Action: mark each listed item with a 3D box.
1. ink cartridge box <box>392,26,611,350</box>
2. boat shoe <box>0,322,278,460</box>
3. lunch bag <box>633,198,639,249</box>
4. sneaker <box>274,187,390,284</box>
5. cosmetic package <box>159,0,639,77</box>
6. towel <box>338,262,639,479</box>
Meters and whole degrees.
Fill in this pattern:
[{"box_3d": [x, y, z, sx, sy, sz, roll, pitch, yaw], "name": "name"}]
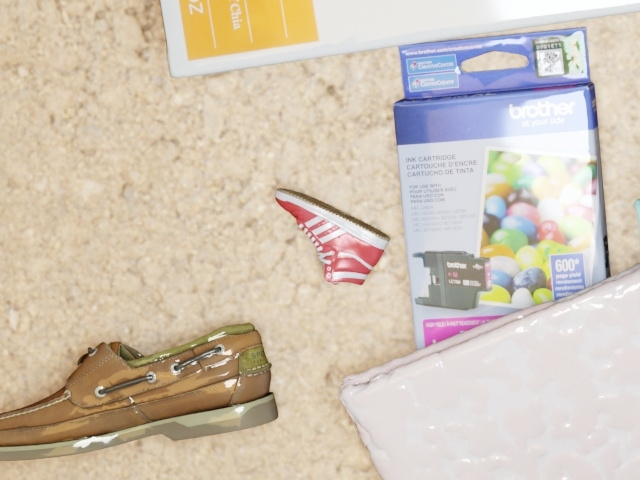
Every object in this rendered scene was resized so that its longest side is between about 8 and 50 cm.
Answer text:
[{"box_3d": [0.169, -0.034, 1.819, 0.186, 0.065, 0.311, -4, 96, 14], "name": "ink cartridge box"}, {"box_3d": [-0.196, 0.147, 1.920, 0.307, 0.111, 0.104, -10, 93, 5], "name": "boat shoe"}, {"box_3d": [0.399, 0.069, 1.679, 0.223, 0.160, 0.262, -17, 107, -27], "name": "lunch bag"}, {"box_3d": [0.000, 0.000, 1.873, 0.118, 0.042, 0.067, 27, 101, 6], "name": "sneaker"}, {"box_3d": [0.082, -0.288, 1.746, 0.453, 0.161, 0.230, -8, 97, 14], "name": "cosmetic package"}, {"box_3d": [0.225, 0.211, 1.810, 0.317, 0.053, 0.332, -24, 107, 15], "name": "towel"}]
